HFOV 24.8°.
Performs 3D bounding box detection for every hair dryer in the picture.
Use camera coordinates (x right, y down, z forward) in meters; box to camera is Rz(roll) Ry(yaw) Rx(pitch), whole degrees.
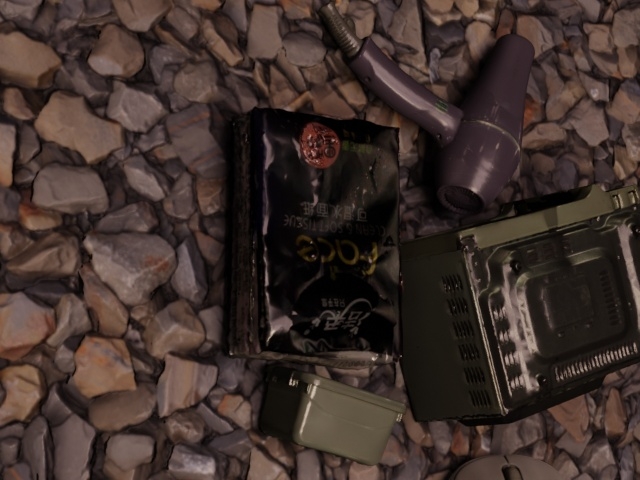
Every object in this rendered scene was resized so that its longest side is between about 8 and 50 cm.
[{"bbox_3d":[0.149,-0.237,2.051,0.361,0.121,0.301,35,56,-20],"label":"hair dryer"}]

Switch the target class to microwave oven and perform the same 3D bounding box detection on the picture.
[{"bbox_3d":[0.297,0.085,2.022,0.355,0.218,0.286,-14,89,-36],"label":"microwave oven"}]

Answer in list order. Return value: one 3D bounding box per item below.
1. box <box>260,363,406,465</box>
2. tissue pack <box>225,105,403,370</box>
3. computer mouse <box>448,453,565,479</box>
[{"bbox_3d":[0.009,0.226,1.863,0.172,0.124,0.092,21,82,-29],"label":"box"},{"bbox_3d":[0.000,0.000,1.886,0.245,0.123,0.332,6,79,-32],"label":"tissue pack"},{"bbox_3d":[0.263,0.418,1.948,0.184,0.121,0.296,2,63,-2],"label":"computer mouse"}]
